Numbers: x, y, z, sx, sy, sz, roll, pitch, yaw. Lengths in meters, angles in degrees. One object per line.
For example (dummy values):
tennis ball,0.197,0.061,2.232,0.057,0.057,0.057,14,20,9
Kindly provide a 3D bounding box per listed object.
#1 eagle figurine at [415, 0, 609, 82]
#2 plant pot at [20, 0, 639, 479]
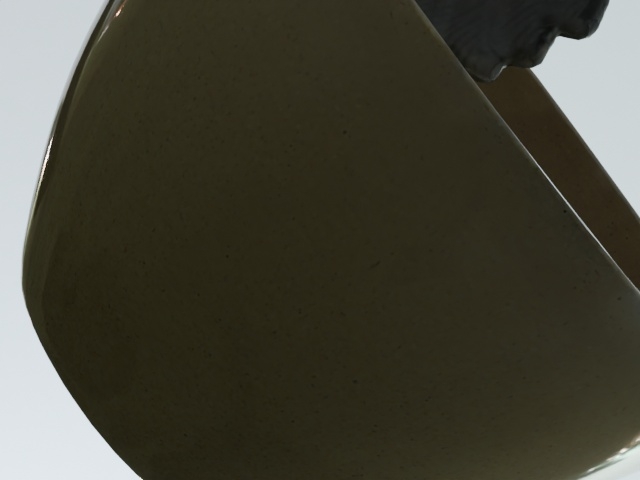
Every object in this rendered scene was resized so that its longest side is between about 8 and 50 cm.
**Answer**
eagle figurine,0.123,-0.215,0.717,0.225,0.298,0.226,14,-57,13
plant pot,0.000,0.000,0.751,0.284,0.191,0.284,51,11,-14
